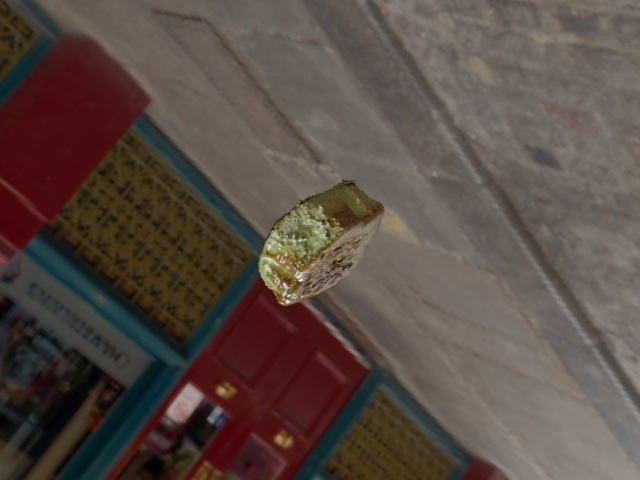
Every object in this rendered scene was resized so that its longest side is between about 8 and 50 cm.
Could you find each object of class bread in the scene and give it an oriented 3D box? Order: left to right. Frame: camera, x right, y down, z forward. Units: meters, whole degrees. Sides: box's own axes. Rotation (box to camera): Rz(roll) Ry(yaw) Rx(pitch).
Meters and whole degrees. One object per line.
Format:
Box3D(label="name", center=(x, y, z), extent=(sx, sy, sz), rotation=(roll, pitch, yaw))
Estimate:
Box3D(label="bread", center=(0.000, 0.000, 1.197), extent=(0.069, 0.140, 0.128), rotation=(47, 138, 22))
